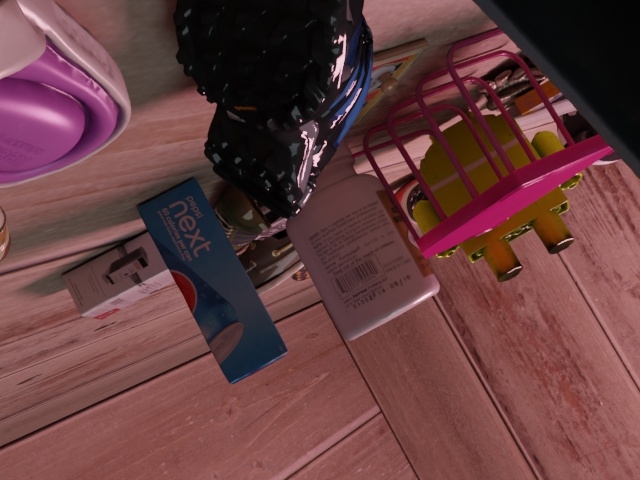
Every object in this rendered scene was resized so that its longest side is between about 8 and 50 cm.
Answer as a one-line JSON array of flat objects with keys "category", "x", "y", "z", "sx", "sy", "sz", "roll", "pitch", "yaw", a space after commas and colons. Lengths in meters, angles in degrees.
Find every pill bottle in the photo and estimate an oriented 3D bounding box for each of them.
[{"category": "pill bottle", "x": 0.033, "y": -0.009, "z": 0.970, "sx": 0.131, "sy": 0.229, "sz": 0.131, "roll": -28, "pitch": 172, "yaw": -4}]

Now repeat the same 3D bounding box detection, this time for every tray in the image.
[{"category": "tray", "x": 0.387, "y": -0.227, "z": 1.244, "sx": 0.145, "sy": 0.030, "sz": 0.270, "roll": -37, "pitch": -169, "yaw": -24}]

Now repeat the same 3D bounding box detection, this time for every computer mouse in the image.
[{"category": "computer mouse", "x": -0.085, "y": -0.028, "z": 1.155, "sx": 0.193, "sy": 0.042, "sz": 0.106, "roll": -25, "pitch": 169, "yaw": 14}]

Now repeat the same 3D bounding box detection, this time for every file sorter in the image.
[{"category": "file sorter", "x": 0.187, "y": -0.114, "z": 1.016, "sx": 0.202, "sy": 0.182, "sz": 0.291, "roll": -23, "pitch": 170, "yaw": -31}]

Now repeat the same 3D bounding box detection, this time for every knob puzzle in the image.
[{"category": "knob puzzle", "x": 0.005, "y": -0.128, "z": 0.834, "sx": 0.213, "sy": 0.030, "sz": 0.213, "roll": -28, "pitch": 173, "yaw": -4}]

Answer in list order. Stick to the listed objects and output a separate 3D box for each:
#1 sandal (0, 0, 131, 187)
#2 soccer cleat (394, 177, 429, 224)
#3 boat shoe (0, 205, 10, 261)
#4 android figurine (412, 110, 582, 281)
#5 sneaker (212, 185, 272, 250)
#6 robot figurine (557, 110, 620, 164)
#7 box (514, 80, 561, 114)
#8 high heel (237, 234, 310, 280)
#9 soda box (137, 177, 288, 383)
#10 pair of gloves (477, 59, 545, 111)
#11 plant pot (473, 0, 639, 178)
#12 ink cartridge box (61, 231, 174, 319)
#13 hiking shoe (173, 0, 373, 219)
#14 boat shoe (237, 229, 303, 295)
[{"category": "sandal", "x": -0.186, "y": -0.057, "z": 0.316, "sx": 0.169, "sy": 0.102, "sz": 0.416, "roll": -31, "pitch": 172, "yaw": 16}, {"category": "soccer cleat", "x": 0.274, "y": -0.125, "z": 1.665, "sx": 0.318, "sy": 0.108, "sz": 0.116, "roll": -28, "pitch": -165, "yaw": -24}, {"category": "boat shoe", "x": -0.310, "y": 0.016, "z": 0.556, "sx": 0.190, "sy": 0.068, "sz": 0.072, "roll": -36, "pitch": 165, "yaw": -29}, {"category": "android figurine", "x": 0.258, "y": -0.079, "z": 1.223, "sx": 0.248, "sy": 0.273, "sz": 0.056, "roll": -32, "pitch": 153, "yaw": 8}, {"category": "sneaker", "x": -0.113, "y": -0.017, "z": 1.007, "sx": 0.086, "sy": 0.064, "sz": 0.192, "roll": -33, "pitch": 176, "yaw": -1}, {"category": "robot figurine", "x": 0.574, "y": -0.254, "z": 1.576, "sx": 0.209, "sy": 0.173, "sz": 0.278, "roll": -3, "pitch": 168, "yaw": -9}, {"category": "box", "x": 0.345, "y": -0.223, "z": 1.144, "sx": 0.136, "sy": 0.028, "sz": 0.081, "roll": -31, "pitch": 177, "yaw": 24}, {"category": "high heel", "x": 0.000, "y": 0.000, "z": 1.434, "sx": 0.186, "sy": 0.093, "sz": 0.261, "roll": -30, "pitch": 167, "yaw": 35}, {"category": "soda box", "x": -0.114, "y": 0.045, "z": 0.864, "sx": 0.071, "sy": 0.210, "sz": 0.067, "roll": -28, "pitch": 172, "yaw": -9}, {"category": "pair of gloves", "x": 0.344, "y": -0.259, "z": 1.162, "sx": 0.240, "sy": 0.042, "sz": 0.204, "roll": -27, "pitch": 178, "yaw": 20}, {"category": "plant pot", "x": 0.277, "y": -0.216, "z": 0.490, "sx": 0.252, "sy": 0.248, "sz": 0.247, "roll": -45, "pitch": -178, "yaw": -31}, {"category": "ink cartridge box", "x": -0.232, "y": 0.040, "z": 0.992, "sx": 0.135, "sy": 0.056, "sz": 0.099, "roll": -28, "pitch": 173, "yaw": -5}, {"category": "hiking shoe", "x": -0.019, "y": -0.133, "z": 0.546, "sx": 0.132, "sy": 0.113, "sz": 0.304, "roll": -58, "pitch": 176, "yaw": -21}, {"category": "boat shoe", "x": -0.054, "y": -0.002, "z": 1.247, "sx": 0.305, "sy": 0.091, "sz": 0.109, "roll": -30, "pitch": -157, "yaw": 12}]
